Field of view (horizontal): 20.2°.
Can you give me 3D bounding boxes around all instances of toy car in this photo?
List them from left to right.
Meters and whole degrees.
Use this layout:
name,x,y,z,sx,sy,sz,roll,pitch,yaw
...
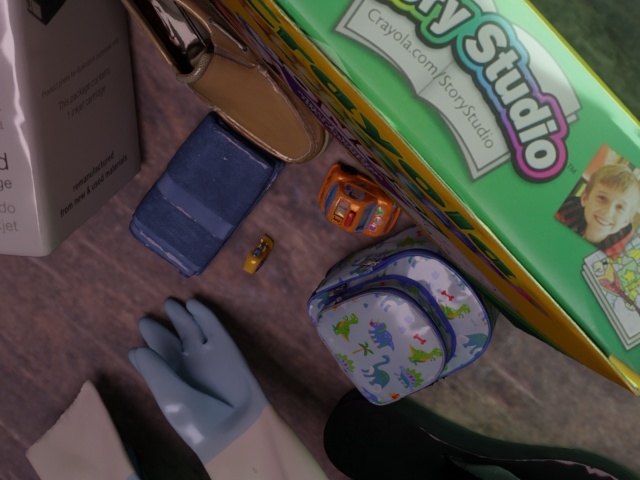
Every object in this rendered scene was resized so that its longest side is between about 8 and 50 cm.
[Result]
name,x,y,z,sx,sy,sz,roll,pitch,yaw
toy car,0.000,0.000,1.238,0.060,0.040,0.122,43,120,-4

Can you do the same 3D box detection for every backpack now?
name,x,y,z,sx,sy,sz,roll,pitch,yaw
backpack,0.060,0.052,1.217,0.114,0.084,0.105,-29,104,26

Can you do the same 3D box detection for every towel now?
name,x,y,z,sx,sy,sz,roll,pitch,yaw
towel,-0.082,-0.032,1.259,0.067,0.029,0.119,38,121,-1

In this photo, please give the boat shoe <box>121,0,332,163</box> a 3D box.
name,x,y,z,sx,sy,sz,roll,pitch,yaw
boat shoe,-0.072,-0.117,1.189,0.190,0.072,0.068,45,120,-5

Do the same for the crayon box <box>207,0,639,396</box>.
name,x,y,z,sx,sy,sz,roll,pitch,yaw
crayon box,0.054,-0.093,1.014,0.106,0.313,0.363,-44,96,0

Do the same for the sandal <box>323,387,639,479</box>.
name,x,y,z,sx,sy,sz,roll,pitch,yaw
sandal,0.119,0.184,1.276,0.254,0.054,0.097,17,119,11

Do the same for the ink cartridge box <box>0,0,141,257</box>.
name,x,y,z,sx,sy,sz,roll,pitch,yaw
ink cartridge box,-0.293,-0.207,1.170,0.285,0.166,0.395,4,115,17

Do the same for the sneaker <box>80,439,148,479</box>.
name,x,y,z,sx,sy,sz,roll,pitch,yaw
sneaker,-0.084,0.252,1.336,0.125,0.104,0.262,-33,72,10

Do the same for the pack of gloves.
name,x,y,z,sx,sy,sz,roll,pitch,yaw
pack of gloves,-0.116,0.161,1.263,0.195,0.046,0.232,-47,52,13
